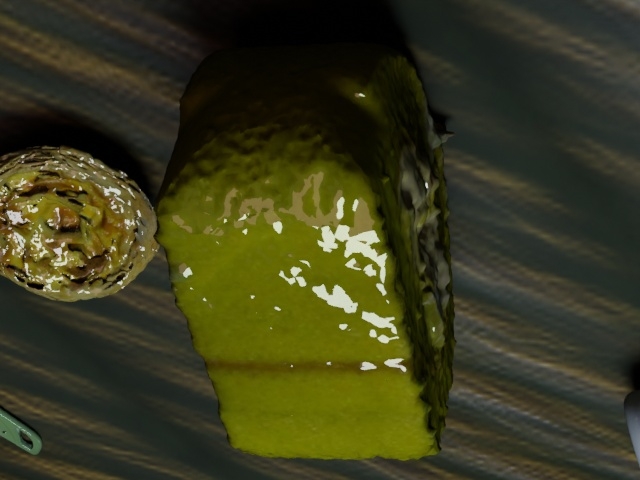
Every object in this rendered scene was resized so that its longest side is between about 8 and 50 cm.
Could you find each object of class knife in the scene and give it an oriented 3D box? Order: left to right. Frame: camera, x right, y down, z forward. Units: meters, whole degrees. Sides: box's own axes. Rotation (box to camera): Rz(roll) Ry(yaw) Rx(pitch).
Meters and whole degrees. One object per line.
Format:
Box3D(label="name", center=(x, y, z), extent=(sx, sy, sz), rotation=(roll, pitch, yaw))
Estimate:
Box3D(label="knife", center=(-0.294, 0.110, 1.108), extent=(0.030, 0.014, 0.207), rotation=(-32, 122, 31))

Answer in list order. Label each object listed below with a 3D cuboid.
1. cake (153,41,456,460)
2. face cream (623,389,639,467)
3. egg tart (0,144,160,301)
Box3D(label="cake", center=(0.000, 0.000, 0.844), extent=(0.156, 0.179, 0.260), rotation=(-3, 130, 11))
Box3D(label="face cream", center=(0.262, 0.130, 0.986), extent=(0.095, 0.091, 0.091), rotation=(-17, 129, 14))
Box3D(label="egg tart", center=(-0.165, -0.017, 0.944), extent=(0.129, 0.049, 0.128), rotation=(2, 129, 2))
